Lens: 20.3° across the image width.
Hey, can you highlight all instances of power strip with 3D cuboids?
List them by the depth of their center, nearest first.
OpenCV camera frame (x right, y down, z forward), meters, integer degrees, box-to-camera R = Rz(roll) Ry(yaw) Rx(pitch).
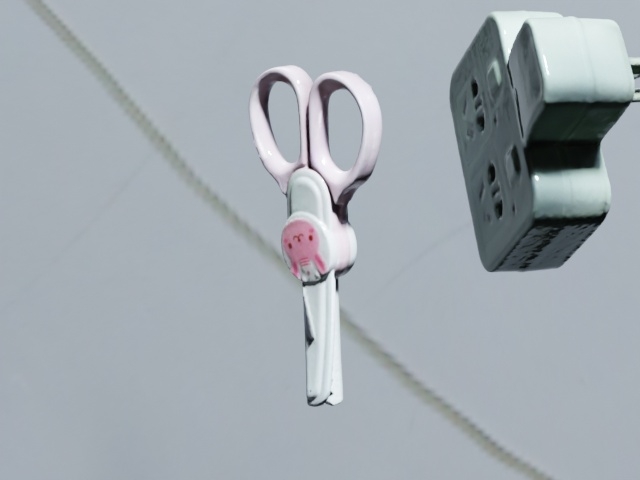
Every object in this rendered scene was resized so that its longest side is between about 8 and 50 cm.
[{"bbox_3d":[0.231,-0.118,1.727,0.141,0.261,0.229,-3,66,-17],"label":"power strip"}]

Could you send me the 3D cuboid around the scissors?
[{"bbox_3d":[0.000,0.000,1.247,0.118,0.030,0.242,10,107,45],"label":"scissors"}]
